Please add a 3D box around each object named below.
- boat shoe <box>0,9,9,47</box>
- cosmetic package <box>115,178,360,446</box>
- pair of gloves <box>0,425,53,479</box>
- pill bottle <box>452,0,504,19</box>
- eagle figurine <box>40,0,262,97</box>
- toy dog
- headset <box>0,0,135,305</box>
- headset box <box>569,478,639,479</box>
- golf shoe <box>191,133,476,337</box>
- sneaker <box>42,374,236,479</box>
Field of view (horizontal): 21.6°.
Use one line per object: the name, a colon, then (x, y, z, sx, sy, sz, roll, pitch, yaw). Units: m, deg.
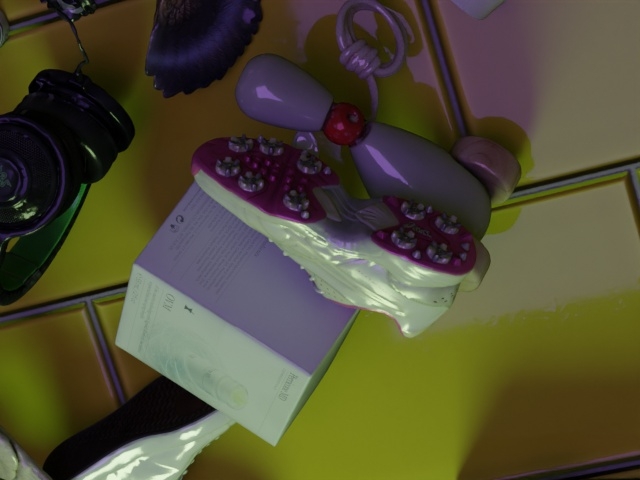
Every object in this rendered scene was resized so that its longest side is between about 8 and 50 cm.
boat shoe: (-0.454, -0.295, 1.921, 0.219, 0.070, 0.077, 39, 112, 2)
cosmetic package: (-0.090, 0.083, 1.840, 0.225, 0.138, 0.224, 31, 152, 4)
pair of gloves: (-0.395, 0.279, 2.015, 0.204, 0.042, 0.240, 48, 150, -1)
pill bottle: (0.211, -0.334, 1.700, 0.121, 0.121, 0.221, 47, 112, -1)
eagle figurine: (-0.158, -0.331, 1.794, 0.298, 0.225, 0.226, 123, 139, -50)
toy dog: (0.056, -0.075, 1.805, 0.333, 0.220, 0.161, 50, 150, 2)
headset: (-0.321, -0.115, 1.824, 0.185, 0.243, 0.394, 27, 125, 6)
headset box: (0.271, 0.405, 1.894, 0.246, 0.131, 0.283, -3, 104, 16)
golf shoe: (0.000, 0.000, 1.700, 0.306, 0.115, 0.140, 26, 131, 10)
sneaker: (-0.183, 0.242, 2.006, 0.290, 0.106, 0.123, -28, 128, 15)
